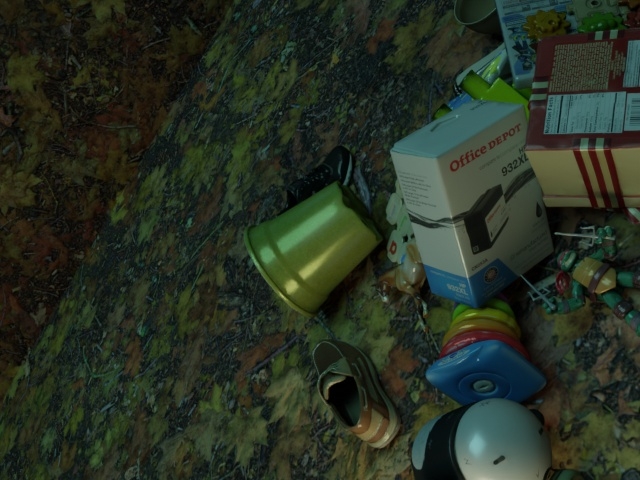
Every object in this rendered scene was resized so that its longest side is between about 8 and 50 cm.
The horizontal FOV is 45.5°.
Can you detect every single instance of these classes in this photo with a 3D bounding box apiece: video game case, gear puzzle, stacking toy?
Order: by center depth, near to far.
[{"bbox_3d":[0.544,-0.426,1.404,0.339,0.044,0.175,-5,58,12],"label":"gear puzzle"},{"bbox_3d":[0.307,0.152,1.432,0.175,0.166,0.301,-34,29,37],"label":"stacking toy"},{"bbox_3d":[0.515,-0.437,1.468,0.329,0.036,0.299,-9,57,9],"label":"video game case"}]

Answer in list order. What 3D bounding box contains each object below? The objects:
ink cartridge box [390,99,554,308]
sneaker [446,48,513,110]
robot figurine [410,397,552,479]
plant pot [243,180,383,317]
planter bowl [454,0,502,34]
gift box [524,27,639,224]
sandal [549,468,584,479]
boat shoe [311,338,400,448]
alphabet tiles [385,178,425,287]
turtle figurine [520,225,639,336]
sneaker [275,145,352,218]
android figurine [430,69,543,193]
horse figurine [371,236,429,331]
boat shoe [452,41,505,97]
[{"bbox_3d":[0.282,-0.070,1.387,0.223,0.307,0.129,-32,27,-23],"label":"ink cartridge box"},{"bbox_3d":[0.319,-0.295,1.578,0.126,0.091,0.240,38,105,49],"label":"sneaker"},{"bbox_3d":[0.261,0.364,1.271,0.278,0.174,0.209,132,157,-58],"label":"robot figurine"},{"bbox_3d":[0.000,0.000,1.831,0.254,0.276,0.276,-39,40,14],"label":"plant pot"},{"bbox_3d":[0.407,-0.544,1.771,0.162,0.109,0.162,-31,45,37],"label":"planter bowl"},{"bbox_3d":[0.505,-0.182,1.284,0.277,0.258,0.255,8,73,28],"label":"gift box"},{"bbox_3d":[0.373,0.493,1.130,0.086,0.120,0.302,-3,64,36],"label":"sandal"},{"bbox_3d":[0.054,0.309,1.651,0.123,0.116,0.324,-57,35,9],"label":"boat shoe"},{"bbox_3d":[0.227,-0.047,1.679,0.284,0.021,0.277,54,133,52],"label":"alphabet tiles"},{"bbox_3d":[0.468,0.061,1.288,0.234,0.118,0.175,31,108,40],"label":"turtle figurine"},{"bbox_3d":[-0.018,-0.137,2.033,0.107,0.124,0.283,24,87,55],"label":"sneaker"},{"bbox_3d":[0.360,-0.202,1.497,0.248,0.273,0.056,-53,1,17],"label":"android figurine"},{"bbox_3d":[0.210,0.063,1.601,0.174,0.066,0.263,62,142,41],"label":"horse figurine"},{"bbox_3d":[0.445,-0.359,1.611,0.340,0.127,0.158,-40,52,35],"label":"boat shoe"}]
